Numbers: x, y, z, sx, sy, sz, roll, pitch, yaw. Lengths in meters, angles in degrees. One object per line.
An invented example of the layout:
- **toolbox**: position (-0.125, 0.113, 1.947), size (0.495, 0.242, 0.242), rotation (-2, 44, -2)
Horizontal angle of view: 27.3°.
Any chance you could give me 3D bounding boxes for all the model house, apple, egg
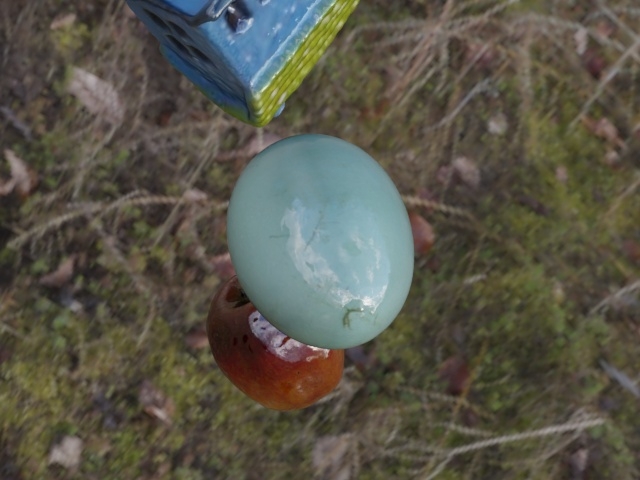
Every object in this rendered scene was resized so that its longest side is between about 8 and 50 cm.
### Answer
- **model house**: position (-0.088, -0.296, 1.633), size (0.215, 0.303, 0.237), rotation (31, 78, 33)
- **apple**: position (-0.044, 0.115, 1.501), size (0.158, 0.156, 0.147), rotation (59, 10, -24)
- **egg**: position (0.000, 0.000, 1.207), size (0.168, 0.168, 0.231), rotation (9, 38, -25)
